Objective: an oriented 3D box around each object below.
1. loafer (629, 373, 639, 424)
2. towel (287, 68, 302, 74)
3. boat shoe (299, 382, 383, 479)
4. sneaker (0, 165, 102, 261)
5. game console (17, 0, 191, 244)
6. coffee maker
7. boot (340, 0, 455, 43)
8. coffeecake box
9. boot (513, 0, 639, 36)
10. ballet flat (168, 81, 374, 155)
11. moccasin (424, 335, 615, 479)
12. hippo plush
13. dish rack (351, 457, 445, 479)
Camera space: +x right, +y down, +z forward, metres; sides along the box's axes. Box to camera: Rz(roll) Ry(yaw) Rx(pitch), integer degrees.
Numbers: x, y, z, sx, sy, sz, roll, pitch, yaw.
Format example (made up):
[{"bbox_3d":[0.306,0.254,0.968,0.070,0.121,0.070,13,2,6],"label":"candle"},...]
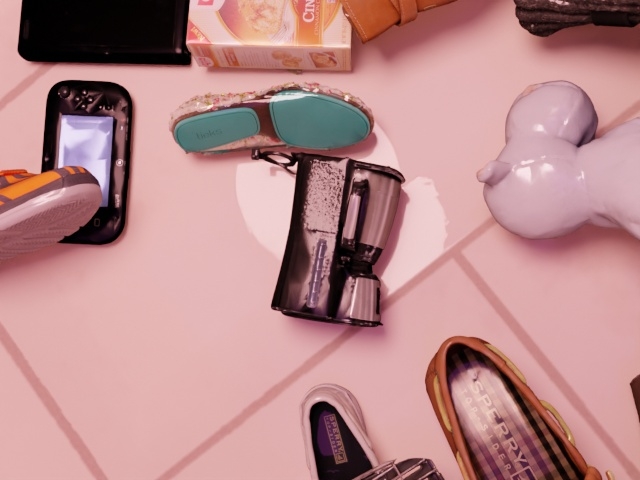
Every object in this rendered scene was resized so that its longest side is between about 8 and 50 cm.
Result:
[{"bbox_3d":[0.370,0.173,0.763,0.078,0.080,0.220,12,77,30],"label":"loafer"},{"bbox_3d":[-0.050,-0.242,0.870,0.083,0.009,0.060,24,88,7],"label":"towel"},{"bbox_3d":[0.042,0.288,0.779,0.096,0.088,0.268,-16,84,5],"label":"boat shoe"},{"bbox_3d":[-0.399,-0.065,0.814,0.321,0.124,0.180,-19,82,22],"label":"sneaker"},{"bbox_3d":[-0.267,-0.175,0.874,0.213,0.044,0.362,2,87,7],"label":"game console"},{"bbox_3d":[0.000,0.000,0.805,0.171,0.120,0.178,9,85,32],"label":"coffee maker"},{"bbox_3d":[0.064,-0.369,0.747,0.220,0.109,0.284,-32,96,9],"label":"boot"},{"bbox_3d":[-0.054,-0.278,0.833,0.185,0.068,0.143,2,81,3],"label":"coffeecake box"},{"bbox_3d":[0.394,-0.306,0.757,0.260,0.347,0.131,15,122,46],"label":"boot"},{"bbox_3d":[-0.057,-0.150,0.830,0.240,0.077,0.091,-1,128,6],"label":"ballet flat"},{"bbox_3d":[0.226,0.259,0.687,0.139,0.147,0.380,-25,68,5],"label":"moccasin"},{"bbox_3d":[0.303,-0.054,0.745,0.236,0.234,0.294,1,69,37],"label":"hippo plush"},{"bbox_3d":[0.089,0.364,0.701,0.208,0.074,0.272,-28,79,-14],"label":"dish rack"}]
